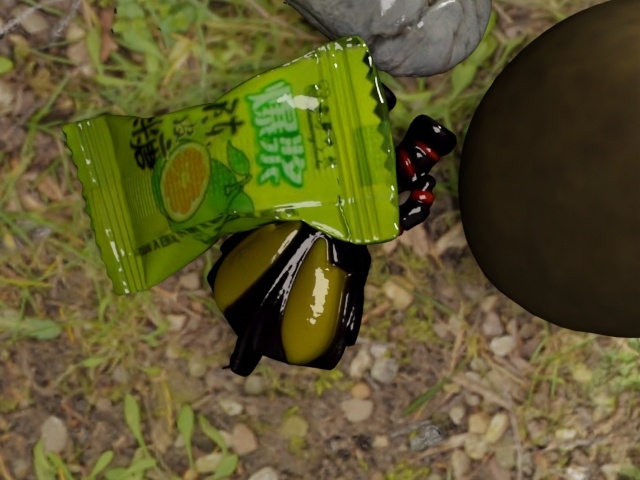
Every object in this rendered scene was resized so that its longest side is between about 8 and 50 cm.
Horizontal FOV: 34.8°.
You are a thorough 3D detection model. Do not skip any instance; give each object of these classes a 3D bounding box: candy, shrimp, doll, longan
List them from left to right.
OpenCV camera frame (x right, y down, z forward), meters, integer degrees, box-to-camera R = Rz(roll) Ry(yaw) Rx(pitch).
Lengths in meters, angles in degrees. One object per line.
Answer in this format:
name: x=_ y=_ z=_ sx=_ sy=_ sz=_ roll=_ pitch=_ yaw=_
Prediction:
candy: x=-0.069 y=-0.047 z=0.731 sx=0.246 sy=0.069 sz=0.149 roll=-15 pitch=81 yaw=23
shrimp: x=-0.009 y=-0.250 z=0.722 sx=0.343 sy=0.116 sz=0.145 roll=37 pitch=92 yaw=-18
doll: x=-0.002 y=-0.002 z=0.776 sx=0.088 sy=0.127 sz=0.249 roll=31 pitch=98 yaw=-43
longan: x=0.229 y=-0.053 z=0.727 sx=0.257 sy=0.258 sz=0.258 roll=-1 pitch=99 yaw=-8
